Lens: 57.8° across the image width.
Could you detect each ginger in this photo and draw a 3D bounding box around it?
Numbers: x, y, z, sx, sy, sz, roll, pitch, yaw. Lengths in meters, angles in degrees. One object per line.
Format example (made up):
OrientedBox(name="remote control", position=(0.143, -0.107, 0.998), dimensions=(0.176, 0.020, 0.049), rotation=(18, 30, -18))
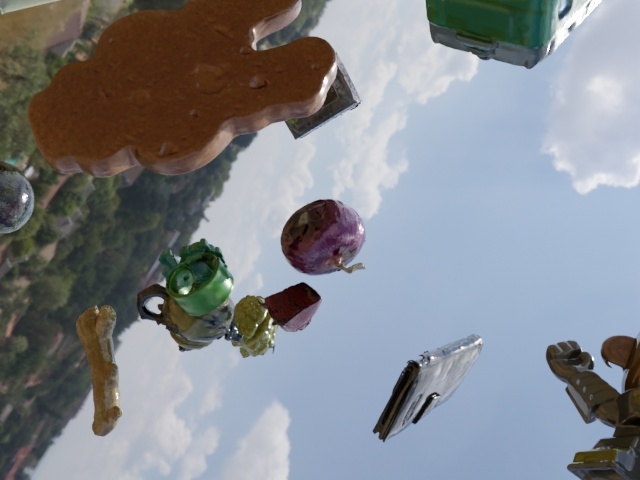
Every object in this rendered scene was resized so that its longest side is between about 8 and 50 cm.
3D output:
OrientedBox(name="ginger", position=(-0.506, 0.300, 1.340), dimensions=(0.117, 0.065, 0.299), rotation=(-10, -94, 36))

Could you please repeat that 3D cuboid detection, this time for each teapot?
OrientedBox(name="teapot", position=(-0.314, 0.190, 1.402), dimensions=(0.173, 0.269, 0.183), rotation=(-103, -150, -62))

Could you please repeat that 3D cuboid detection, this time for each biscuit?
OrientedBox(name="biscuit", position=(-0.149, -0.174, 0.637), dimensions=(0.333, 0.202, 0.047), rotation=(-27, 162, -10))

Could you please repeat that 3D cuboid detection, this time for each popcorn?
OrientedBox(name="popcorn", position=(-0.178, 0.238, 1.566), dimensions=(0.173, 0.142, 0.174), rotation=(-178, -90, -76))

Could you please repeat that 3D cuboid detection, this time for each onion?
OrientedBox(name="onion", position=(-0.002, -0.012, 1.421), dimensions=(0.207, 0.201, 0.201), rotation=(-9, -137, 36))

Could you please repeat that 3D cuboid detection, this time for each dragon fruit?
OrientedBox(name="dragon fruit", position=(-0.074, 0.177, 1.450), dimensions=(0.147, 0.102, 0.096), rotation=(-23, 148, -23))

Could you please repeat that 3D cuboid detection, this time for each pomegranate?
OrientedBox(name="pomegranate", position=(-0.534, -0.056, 0.903), dimensions=(0.163, 0.126, 0.138), rotation=(-41, -164, -33))

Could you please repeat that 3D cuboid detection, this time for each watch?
OrientedBox(name="watch", position=(-0.272, 0.094, 1.259), dimensions=(0.165, 0.131, 0.152), rotation=(-19, -137, 10))

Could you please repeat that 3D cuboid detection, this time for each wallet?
OrientedBox(name="wallet", position=(0.218, 0.274, 1.118), dimensions=(0.317, 0.044, 0.169), rotation=(-1, 120, -56))

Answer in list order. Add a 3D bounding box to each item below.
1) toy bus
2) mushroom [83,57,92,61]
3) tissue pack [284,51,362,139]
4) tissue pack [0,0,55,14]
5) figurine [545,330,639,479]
OrientedBox(name="toy bus", position=(0.291, -0.402, 0.750), dimensions=(0.343, 0.183, 0.200), rotation=(-46, 143, -21))
OrientedBox(name="mushroom", position=(-0.470, -0.313, 1.197), dimensions=(0.123, 0.052, 0.123), rotation=(29, -58, 59))
OrientedBox(name="tissue pack", position=(-0.016, -0.430, 1.733), dimensions=(0.235, 0.174, 0.073), rotation=(-25, -175, 26))
OrientedBox(name="tissue pack", position=(-0.472, -0.641, 1.105), dimensions=(0.404, 0.332, 0.205), rotation=(-21, 158, -18))
OrientedBox(name="figurine", position=(0.479, 0.223, 0.778), dimensions=(0.285, 0.342, 0.167), rotation=(-55, 159, -31))
